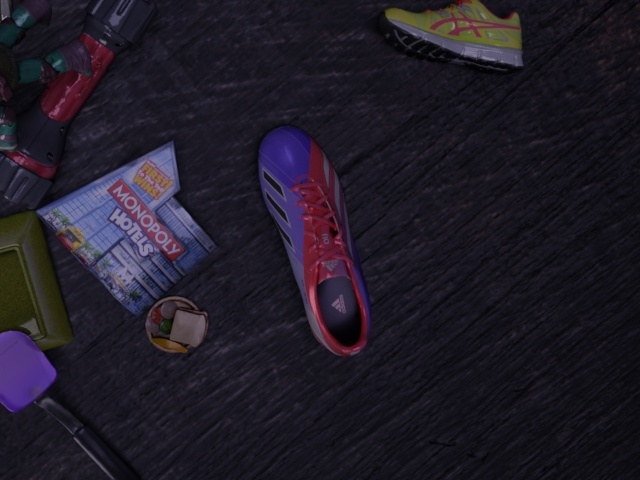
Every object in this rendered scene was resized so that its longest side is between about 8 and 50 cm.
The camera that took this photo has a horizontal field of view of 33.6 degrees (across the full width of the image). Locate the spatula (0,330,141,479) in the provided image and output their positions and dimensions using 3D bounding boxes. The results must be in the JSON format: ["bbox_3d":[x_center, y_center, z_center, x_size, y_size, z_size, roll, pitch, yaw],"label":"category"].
[{"bbox_3d":[-0.331,0.237,1.391,0.084,0.030,0.296,-40,114,-3],"label":"spatula"}]

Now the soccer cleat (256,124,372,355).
[{"bbox_3d":[0.000,0.000,1.398,0.108,0.116,0.318,-17,98,-7],"label":"soccer cleat"}]

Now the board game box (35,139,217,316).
[{"bbox_3d":[-0.232,-0.031,1.389,0.194,0.060,0.194,-42,100,-2],"label":"board game box"}]

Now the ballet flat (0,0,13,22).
[{"bbox_3d":[-0.447,-0.248,1.292,0.146,0.147,0.409,7,95,-9],"label":"ballet flat"}]

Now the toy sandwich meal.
[{"bbox_3d":[-0.193,0.115,1.423,0.085,0.029,0.086,-1,95,-9],"label":"toy sandwich meal"}]

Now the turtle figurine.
[{"bbox_3d":[-0.385,-0.182,1.210,0.234,0.118,0.175,-39,110,-26],"label":"turtle figurine"}]

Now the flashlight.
[{"bbox_3d":[-0.318,-0.189,1.334,0.103,0.103,0.304,37,94,28],"label":"flashlight"}]

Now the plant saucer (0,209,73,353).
[{"bbox_3d":[-0.430,0.076,1.357,0.188,0.045,0.188,-15,106,-11],"label":"plant saucer"}]

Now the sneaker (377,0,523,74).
[{"bbox_3d":[0.177,-0.288,1.425,0.208,0.081,0.094,11,86,-16],"label":"sneaker"}]
